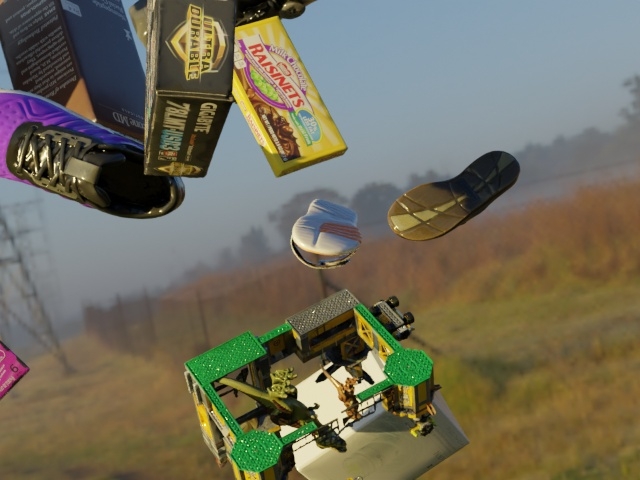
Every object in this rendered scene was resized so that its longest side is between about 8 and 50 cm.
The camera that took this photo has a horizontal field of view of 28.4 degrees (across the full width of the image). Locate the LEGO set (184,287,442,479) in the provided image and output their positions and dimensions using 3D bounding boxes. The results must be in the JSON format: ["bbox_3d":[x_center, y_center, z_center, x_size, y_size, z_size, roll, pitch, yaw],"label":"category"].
[{"bbox_3d":[-0.011,0.227,1.623,0.331,0.192,0.255,-33,49,-24],"label":"LEGO set"}]

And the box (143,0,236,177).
[{"bbox_3d":[-0.121,-0.229,1.149,0.073,0.295,0.293,2,-11,-9],"label":"box"}]

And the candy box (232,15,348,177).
[{"bbox_3d":[-0.055,-0.186,1.618,0.105,0.205,0.027,-21,-14,-30],"label":"candy box"}]

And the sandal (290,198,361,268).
[{"bbox_3d":[0.010,0.003,1.934,0.102,0.076,0.265,18,15,3],"label":"sandal"}]

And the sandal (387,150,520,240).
[{"bbox_3d":[0.208,-0.063,1.943,0.219,0.090,0.060,-33,-22,-9],"label":"sandal"}]

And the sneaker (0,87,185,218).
[{"bbox_3d":[-0.288,-0.096,1.459,0.293,0.102,0.146,16,9,-19],"label":"sneaker"}]

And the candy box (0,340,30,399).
[{"bbox_3d":[-0.687,0.222,2.377,0.159,0.233,0.071,-48,4,-25],"label":"candy box"}]

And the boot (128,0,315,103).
[{"bbox_3d":[-0.013,-0.390,1.880,0.445,0.146,0.367,-33,-11,16],"label":"boot"}]

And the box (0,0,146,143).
[{"bbox_3d":[-0.393,-0.293,2.009,0.143,0.381,0.191,-28,-22,22],"label":"box"}]

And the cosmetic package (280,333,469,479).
[{"bbox_3d":[0.076,0.286,1.955,0.225,0.138,0.224,-34,-40,6],"label":"cosmetic package"}]
